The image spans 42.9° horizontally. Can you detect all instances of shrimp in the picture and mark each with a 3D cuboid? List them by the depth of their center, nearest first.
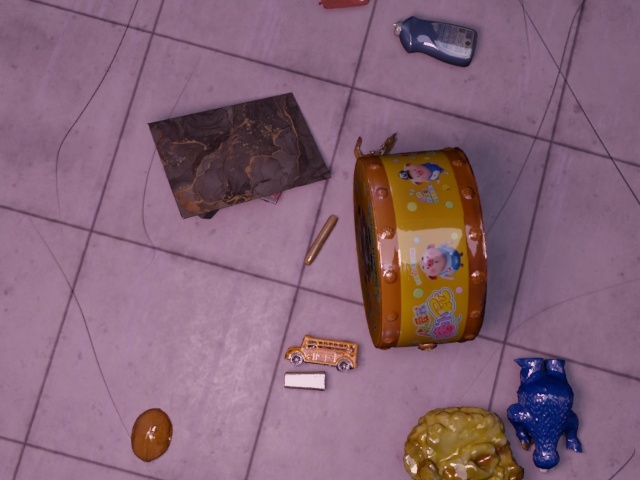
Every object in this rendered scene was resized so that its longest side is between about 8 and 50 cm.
[{"bbox_3d":[0.129,-0.227,1.942,0.083,0.023,0.114,40,86,6],"label":"shrimp"}]

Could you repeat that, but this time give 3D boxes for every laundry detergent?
[{"bbox_3d":[0.270,-0.486,1.964,0.206,0.061,0.097,15,84,0],"label":"laundry detergent"}]

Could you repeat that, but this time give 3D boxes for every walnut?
[{"bbox_3d":[-0.380,0.434,1.815,0.091,0.052,0.121,10,80,2],"label":"walnut"}]

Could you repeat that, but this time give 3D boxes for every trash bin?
[{"bbox_3d":[-0.035,0.315,1.842,0.092,0.061,0.043,3,82,0],"label":"trash bin"}]

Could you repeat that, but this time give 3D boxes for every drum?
[{"bbox_3d":[0.198,0.019,1.716,0.214,0.431,0.431,-4,82,-3],"label":"drum"}]

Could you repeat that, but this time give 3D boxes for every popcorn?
[{"bbox_3d":[0.327,0.475,1.783,0.286,0.174,0.225,34,75,2],"label":"popcorn"}]

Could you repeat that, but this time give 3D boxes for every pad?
[{"bbox_3d":[-0.181,-0.202,1.855,0.367,0.007,0.248,-17,72,-23],"label":"pad"}]

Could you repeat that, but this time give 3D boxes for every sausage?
[{"bbox_3d":[0.000,0.000,1.905,0.024,0.024,0.132,31,81,2],"label":"sausage"}]

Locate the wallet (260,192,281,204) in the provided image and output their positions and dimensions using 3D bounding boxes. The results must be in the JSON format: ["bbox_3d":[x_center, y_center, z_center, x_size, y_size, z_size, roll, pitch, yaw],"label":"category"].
[{"bbox_3d":[-0.177,-0.155,1.900,0.196,0.020,0.103,22,54,1],"label":"wallet"}]

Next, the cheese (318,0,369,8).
[{"bbox_3d":[0.041,-0.687,1.942,0.128,0.203,0.177,-9,54,-2],"label":"cheese"}]

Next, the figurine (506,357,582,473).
[{"bbox_3d":[0.505,0.387,1.825,0.164,0.121,0.262,-11,85,-8],"label":"figurine"}]

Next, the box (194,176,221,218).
[{"bbox_3d":[-0.264,-0.095,1.863,0.084,0.122,0.069,38,94,5],"label":"box"}]

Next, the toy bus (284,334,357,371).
[{"bbox_3d":[0.002,0.255,1.847,0.162,0.069,0.074,8,81,-3],"label":"toy bus"}]
